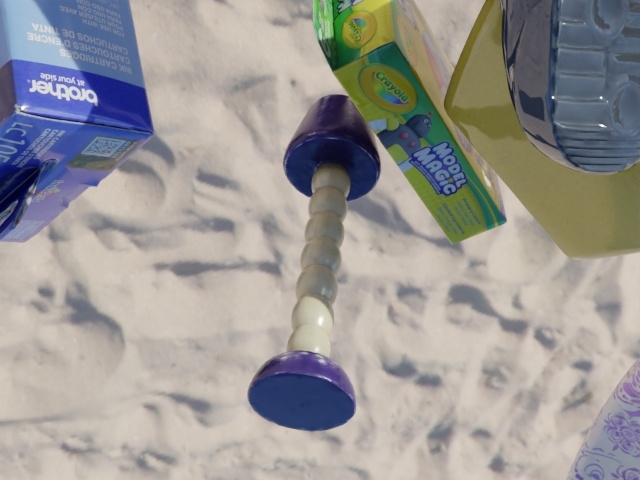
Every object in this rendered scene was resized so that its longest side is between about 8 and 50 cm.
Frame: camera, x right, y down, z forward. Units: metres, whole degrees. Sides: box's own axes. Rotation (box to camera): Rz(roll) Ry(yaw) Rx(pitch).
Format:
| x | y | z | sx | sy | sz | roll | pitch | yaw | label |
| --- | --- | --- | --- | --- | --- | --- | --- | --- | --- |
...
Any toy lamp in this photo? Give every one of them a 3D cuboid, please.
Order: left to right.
| x | y | z | sx | sy | sz | roll | pitch | yaw | label |
| --- | --- | --- | --- | --- | --- | --- | --- | --- | --- |
| 0.000 | 0.000 | 0.715 | 0.080 | 0.274 | 0.080 | 5 | 138 | 5 | toy lamp |

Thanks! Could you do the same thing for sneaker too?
| x | y | z | sx | sy | sz | roll | pitch | yaw | label |
| --- | --- | --- | --- | --- | --- | --- | --- | --- | --- |
| 0.113 | -0.188 | 0.461 | 0.112 | 0.131 | 0.319 | 8 | 88 | -35 | sneaker |

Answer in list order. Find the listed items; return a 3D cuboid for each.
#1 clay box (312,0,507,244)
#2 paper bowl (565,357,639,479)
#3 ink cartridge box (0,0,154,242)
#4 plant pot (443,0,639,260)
| x | y | z | sx | sy | sz | roll | pitch | yaw | label |
| --- | --- | --- | --- | --- | --- | --- | --- | --- | --- |
| 0.066 | -0.115 | 0.733 | 0.053 | 0.127 | 0.222 | -22 | 132 | 19 | clay box |
| 0.193 | 0.198 | 0.464 | 0.148 | 0.284 | 0.284 | 18 | 123 | 4 | paper bowl |
| -0.312 | -0.171 | 0.980 | 0.151 | 0.395 | 0.270 | 4 | 154 | -44 | ink cartridge box |
| 0.208 | -0.109 | 0.633 | 0.212 | 0.212 | 0.187 | -37 | 175 | -40 | plant pot |
